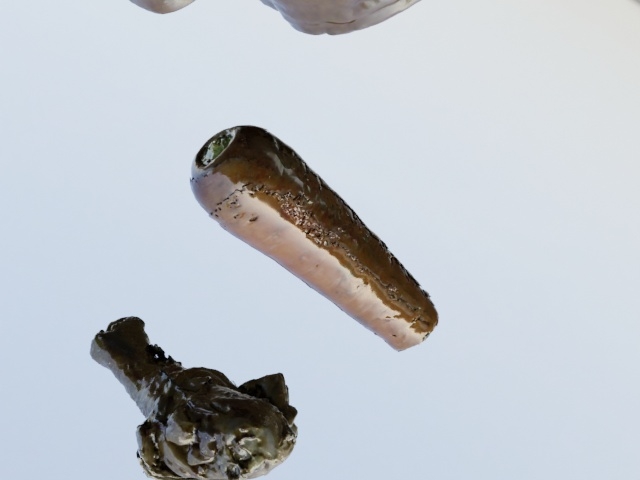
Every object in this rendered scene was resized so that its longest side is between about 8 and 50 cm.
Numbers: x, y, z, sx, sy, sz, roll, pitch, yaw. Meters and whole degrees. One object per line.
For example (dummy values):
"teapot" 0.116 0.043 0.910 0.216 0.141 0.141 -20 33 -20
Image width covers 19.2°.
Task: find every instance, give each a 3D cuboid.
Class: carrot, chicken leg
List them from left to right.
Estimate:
"chicken leg" -0.106 0.132 1.479 0.196 0.080 0.125 18 -139 22
"carrot" 0.000 0.000 0.983 0.161 0.055 0.055 39 -169 -26

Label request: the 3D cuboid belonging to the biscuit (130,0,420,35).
"biscuit" 0.015 -0.269 1.210 0.074 0.359 0.381 50 -148 -43
